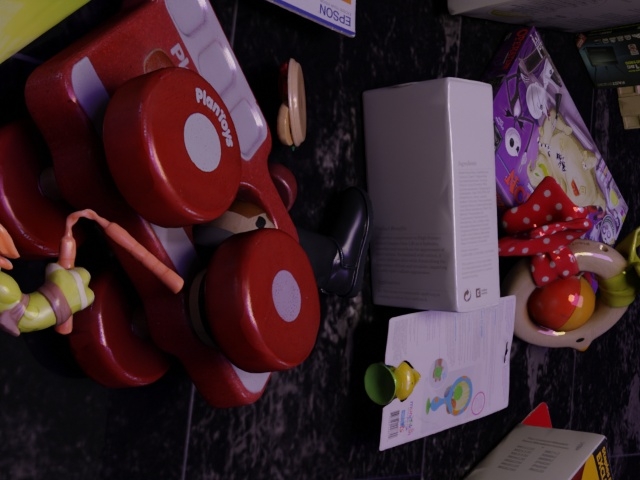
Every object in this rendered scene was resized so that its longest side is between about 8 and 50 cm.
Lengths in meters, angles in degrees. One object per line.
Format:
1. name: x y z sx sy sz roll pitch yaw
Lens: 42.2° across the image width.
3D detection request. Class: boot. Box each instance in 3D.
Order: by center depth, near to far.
1. boot: 0.000 0.000 0.801 0.099 0.045 0.121 11 83 -41

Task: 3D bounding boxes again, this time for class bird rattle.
1. bird rattle: 0.306 0.054 1.008 0.254 0.143 0.207 11 125 -24

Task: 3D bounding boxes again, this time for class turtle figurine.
1. turtle figurine: -0.228 0.039 0.456 0.269 0.087 0.217 26 112 -32

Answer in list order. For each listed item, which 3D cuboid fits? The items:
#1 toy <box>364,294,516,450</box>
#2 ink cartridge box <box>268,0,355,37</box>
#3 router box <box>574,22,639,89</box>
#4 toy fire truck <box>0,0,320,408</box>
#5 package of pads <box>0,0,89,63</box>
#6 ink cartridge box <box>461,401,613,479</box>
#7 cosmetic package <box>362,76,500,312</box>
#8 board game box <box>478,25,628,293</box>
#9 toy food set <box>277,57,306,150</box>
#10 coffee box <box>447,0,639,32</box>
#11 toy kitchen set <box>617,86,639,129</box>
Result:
1. toy: 0.130 0.135 0.915 0.237 0.056 0.136 -5 101 -49
2. ink cartridge box: -0.046 -0.318 0.751 0.223 0.045 0.224 11 82 -44
3. router box: 0.432 -0.264 1.170 0.038 0.122 0.092 -52 123 -26
4. toy fire truck: -0.094 -0.038 0.641 0.302 0.169 0.254 63 33 -26
5. package of pads: -0.238 -0.210 0.470 0.296 0.101 0.229 -50 150 -33
6. ink cartridge box: 0.297 0.399 1.033 0.272 0.130 0.309 -30 110 -42
7. cosmetic package: 0.115 -0.045 0.863 0.085 0.117 0.231 -5 95 -45
8. board game box: 0.299 -0.080 1.094 0.347 0.056 0.208 49 62 -33
9. toy food set: -0.027 -0.125 0.762 0.082 0.020 0.083 15 72 -85
10. coffee box: 0.354 -0.438 0.940 0.338 0.334 0.337 -11 97 -47
11. toy kitchen set: 0.509 -0.225 1.283 0.075 0.068 0.083 -31 112 -40
